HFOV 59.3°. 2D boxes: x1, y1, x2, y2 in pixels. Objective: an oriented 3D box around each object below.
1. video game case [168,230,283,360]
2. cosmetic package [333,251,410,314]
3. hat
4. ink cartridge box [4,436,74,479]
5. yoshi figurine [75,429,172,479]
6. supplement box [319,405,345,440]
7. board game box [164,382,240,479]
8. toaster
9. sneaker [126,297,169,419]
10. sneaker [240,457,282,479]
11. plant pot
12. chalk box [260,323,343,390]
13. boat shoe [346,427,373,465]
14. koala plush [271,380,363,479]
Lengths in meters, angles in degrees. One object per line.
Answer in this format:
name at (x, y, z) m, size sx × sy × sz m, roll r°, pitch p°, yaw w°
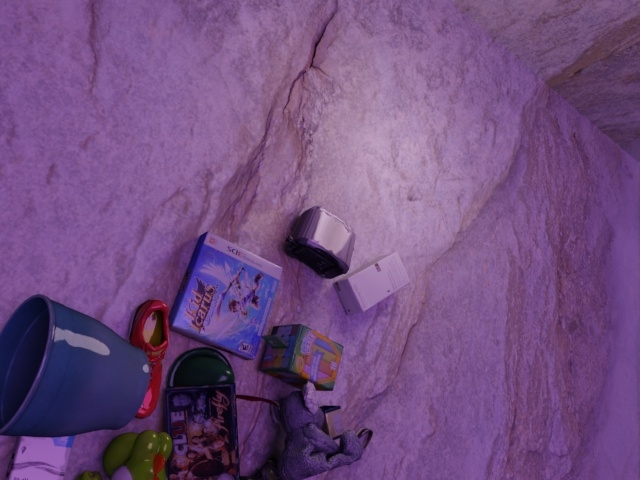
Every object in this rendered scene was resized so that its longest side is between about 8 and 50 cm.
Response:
video game case at (-0.247, 0.148, 1.490) m, size 0.244 × 0.061 × 0.270 m, roll 28°, pitch 63°, yaw -25°
cosmetic package at (0.164, 0.133, 1.770) m, size 0.231 × 0.085 × 0.117 m, roll -28°, pitch 94°, yaw -38°
hat at (-0.242, 0.339, 1.365) m, size 0.208 × 0.183 × 0.173 m, roll -1°, pitch 78°, yaw -35°
ink cartridge box at (-0.586, 0.478, 1.162) m, size 0.104 × 0.060 × 0.180 m, roll 20°, pitch 67°, yaw -30°
yoshi figurine at (-0.434, 0.574, 1.210) m, size 0.202 × 0.203 × 0.362 m, roll 19°, pitch 78°, yaw 13°
supplement box at (0.019, 0.508, 1.567) m, size 0.056 × 0.083 × 0.083 m, roll -6°, pitch 80°, yaw -36°
board game box at (-0.277, 0.466, 1.324) m, size 0.164 × 0.042 × 0.244 m, roll -5°, pitch 84°, yaw 5°
toaster at (0.000, 0.000, 1.665) m, size 0.227 × 0.129 × 0.147 m, roll 33°, pitch 57°, yaw -21°
sneaker at (-0.407, 0.271, 1.308) m, size 0.107 × 0.118 × 0.279 m, roll 11°, pitch 72°, yaw -32°
sneaker at (-0.138, 0.604, 1.450) m, size 0.188 × 0.067 × 0.078 m, roll 5°, pitch 63°, yaw -37°
plant pot at (-0.507, 0.280, 1.159) m, size 0.255 × 0.271 × 0.272 m, roll 30°, pitch 61°, yaw -41°
chalk box at (-0.065, 0.309, 1.514) m, size 0.213 × 0.132 × 0.132 m, roll 33°, pitch 60°, yaw -33°
boat shoe at (0.110, 0.599, 1.635) m, size 0.125 × 0.038 × 0.046 m, roll -43°, pitch 103°, yaw -35°
koala plush at (-0.038, 0.487, 1.448) m, size 0.203 × 0.196 × 0.221 m, roll 2°, pitch 62°, yaw -44°
